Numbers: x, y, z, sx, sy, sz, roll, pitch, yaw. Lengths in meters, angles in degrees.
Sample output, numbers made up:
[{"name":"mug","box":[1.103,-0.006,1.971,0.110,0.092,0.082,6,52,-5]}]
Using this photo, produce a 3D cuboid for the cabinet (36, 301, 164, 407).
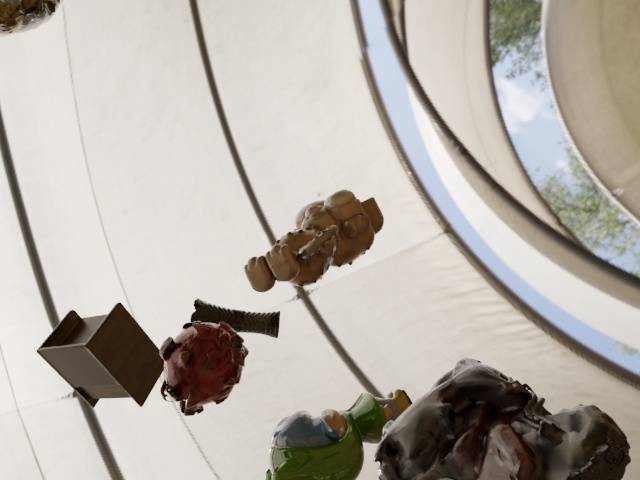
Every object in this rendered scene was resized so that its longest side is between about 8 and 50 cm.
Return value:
[{"name":"cabinet","box":[-0.511,0.275,1.398,0.215,0.175,0.148,62,-147,-30]}]

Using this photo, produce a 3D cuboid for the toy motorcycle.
[{"name":"toy motorcycle","box":[0.133,0.198,0.465,0.207,0.401,0.134,-41,-84,-10]}]

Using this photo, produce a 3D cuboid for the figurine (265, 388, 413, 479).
[{"name":"figurine","box":[0.032,0.326,0.959,0.263,0.162,0.143,-22,-101,-21]}]

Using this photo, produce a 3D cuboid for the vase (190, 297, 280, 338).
[{"name":"vase","box":[-0.230,0.222,1.603,0.238,0.115,0.115,5,-133,-5]}]

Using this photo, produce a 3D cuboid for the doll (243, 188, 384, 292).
[{"name":"doll","box":[-0.002,0.001,0.889,0.119,0.154,0.278,62,-155,-2]}]

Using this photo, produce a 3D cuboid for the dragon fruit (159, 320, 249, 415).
[{"name":"dragon fruit","box":[-0.186,0.194,0.913,0.136,0.165,0.133,8,-153,-28]}]

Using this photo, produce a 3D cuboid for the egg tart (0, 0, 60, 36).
[{"name":"egg tart","box":[-0.311,-0.265,0.356,0.341,0.132,0.341,36,-156,-19]}]
